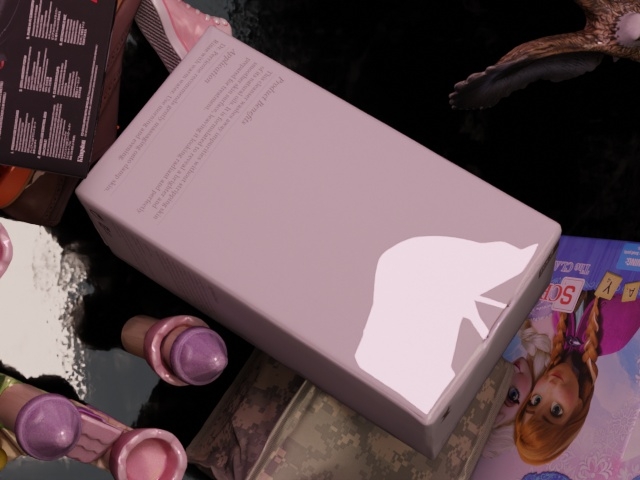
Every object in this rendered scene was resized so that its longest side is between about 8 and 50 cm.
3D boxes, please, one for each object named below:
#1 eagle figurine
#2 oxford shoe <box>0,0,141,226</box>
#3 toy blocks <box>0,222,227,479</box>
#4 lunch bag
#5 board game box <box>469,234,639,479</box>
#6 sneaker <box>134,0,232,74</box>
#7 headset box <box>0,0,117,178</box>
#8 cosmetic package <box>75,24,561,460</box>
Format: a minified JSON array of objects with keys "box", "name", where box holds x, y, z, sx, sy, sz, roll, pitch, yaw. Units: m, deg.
[{"box":[0.296,-0.239,1.400,0.298,0.225,0.226,11,64,-13],"name":"eagle figurine"},{"box":[-0.227,-0.142,1.188,0.098,0.097,0.271,32,85,-44],"name":"oxford shoe"},{"box":[-0.247,0.167,1.093,0.289,0.260,0.309,29,80,-28],"name":"toy blocks"},{"box":[0.042,0.174,1.306,0.235,0.169,0.287,37,81,-25],"name":"lunch bag"},{"box":[0.250,0.151,1.333,0.066,0.319,0.318,26,80,-27],"name":"board game box"},{"box":[-0.134,-0.214,1.248,0.070,0.051,0.134,-40,110,-27],"name":"sneaker"},{"box":[-0.312,-0.189,1.014,0.293,0.110,0.218,9,114,-10],"name":"headset box"},{"box":[0.000,0.000,1.157,0.385,0.156,0.217,34,75,15],"name":"cosmetic package"}]
